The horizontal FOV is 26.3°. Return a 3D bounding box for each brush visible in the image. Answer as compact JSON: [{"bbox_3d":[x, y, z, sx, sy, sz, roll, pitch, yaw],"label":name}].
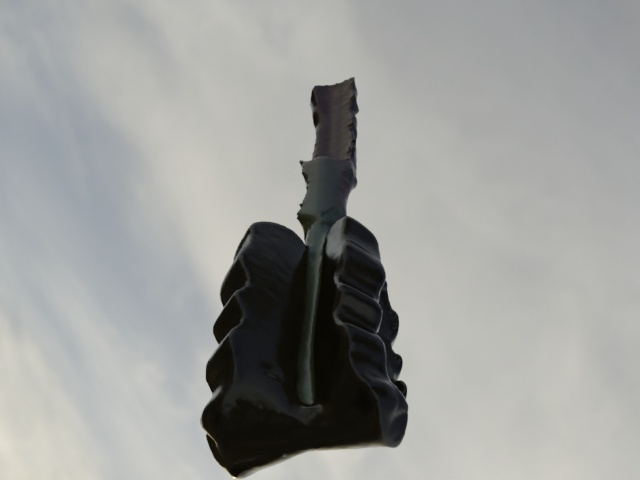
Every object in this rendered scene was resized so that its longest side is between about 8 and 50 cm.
[{"bbox_3d":[0.000,0.000,0.662,0.301,0.084,0.071,-86,166,-57],"label":"brush"}]
